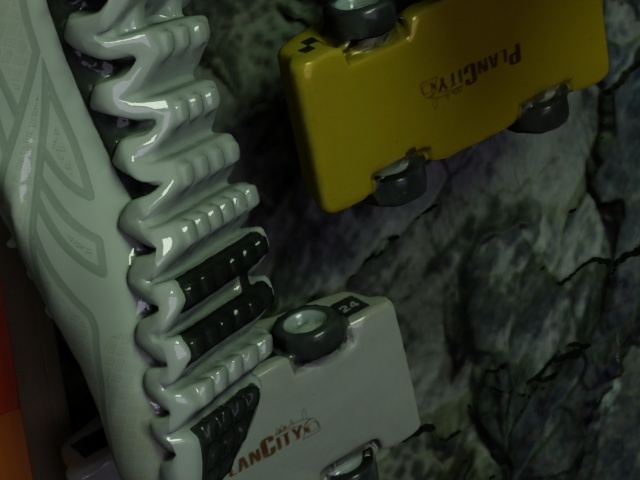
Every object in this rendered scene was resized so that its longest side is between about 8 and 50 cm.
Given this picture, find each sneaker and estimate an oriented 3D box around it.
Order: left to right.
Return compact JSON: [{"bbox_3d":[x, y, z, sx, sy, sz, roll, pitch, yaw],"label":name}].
[{"bbox_3d":[-0.097,-0.028,0.742,0.110,0.118,0.292,-20,100,-70],"label":"sneaker"}]

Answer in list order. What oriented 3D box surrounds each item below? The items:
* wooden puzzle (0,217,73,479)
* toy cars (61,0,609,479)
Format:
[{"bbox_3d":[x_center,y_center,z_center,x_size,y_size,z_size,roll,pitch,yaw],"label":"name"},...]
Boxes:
[{"bbox_3d":[-0.207,0.093,0.762,0.221,0.044,0.238,-21,114,-30],"label":"wooden puzzle"},{"bbox_3d":[0.000,0.000,0.868,0.176,0.087,0.393,30,87,-39],"label":"toy cars"}]
